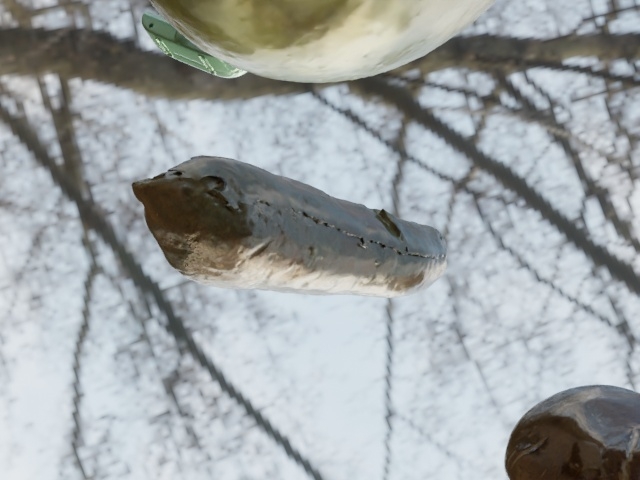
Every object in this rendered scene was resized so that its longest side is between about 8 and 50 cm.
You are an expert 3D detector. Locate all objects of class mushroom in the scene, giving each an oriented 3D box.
[{"bbox_3d":[0.217,0.157,1.198,0.171,0.135,0.080,12,-49,8],"label":"mushroom"}]

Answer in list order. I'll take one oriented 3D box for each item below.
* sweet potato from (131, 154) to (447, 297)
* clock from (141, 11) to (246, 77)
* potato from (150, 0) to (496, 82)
[{"bbox_3d":[0.000,0.000,1.034,0.075,0.273,0.075,-9,-103,42],"label":"sweet potato"},{"bbox_3d":[-0.073,-0.200,1.356,0.101,0.135,0.041,23,-17,30],"label":"clock"},{"bbox_3d":[0.001,-0.155,0.591,0.148,0.228,0.197,1,-48,27],"label":"potato"}]
